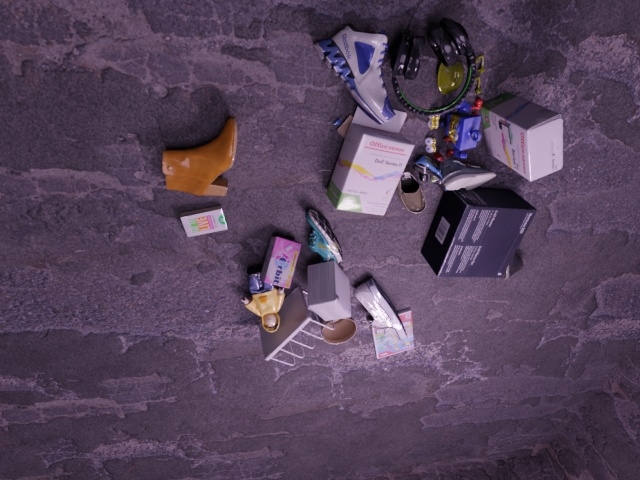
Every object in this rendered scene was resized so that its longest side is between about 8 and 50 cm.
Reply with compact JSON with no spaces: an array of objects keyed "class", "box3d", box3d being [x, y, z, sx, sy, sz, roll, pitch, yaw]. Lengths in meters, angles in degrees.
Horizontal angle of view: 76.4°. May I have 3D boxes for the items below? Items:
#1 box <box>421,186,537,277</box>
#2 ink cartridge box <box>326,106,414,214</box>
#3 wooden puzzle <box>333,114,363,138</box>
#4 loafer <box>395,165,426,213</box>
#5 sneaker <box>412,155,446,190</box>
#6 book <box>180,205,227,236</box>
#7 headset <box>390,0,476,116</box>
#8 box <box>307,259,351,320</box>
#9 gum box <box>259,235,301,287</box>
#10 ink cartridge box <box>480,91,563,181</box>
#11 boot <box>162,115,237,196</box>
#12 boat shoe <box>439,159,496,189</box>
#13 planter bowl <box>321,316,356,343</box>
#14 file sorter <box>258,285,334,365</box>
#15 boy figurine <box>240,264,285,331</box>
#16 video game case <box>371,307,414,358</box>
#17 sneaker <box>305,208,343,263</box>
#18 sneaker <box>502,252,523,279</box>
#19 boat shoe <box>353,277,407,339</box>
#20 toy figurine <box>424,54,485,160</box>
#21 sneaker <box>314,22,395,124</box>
[{"class":"box","box3d":[0.631,-0.030,1.659,0.313,0.178,0.342,3,123,-15]},{"class":"ink cartridge box","box3d":[0.178,-0.273,1.403,0.207,0.119,0.353,5,123,-24]},{"class":"wooden puzzle","box3d":[0.101,-0.381,1.381,0.078,0.014,0.116,-44,128,11]},{"class":"loafer","box3d":[0.332,-0.185,1.531,0.095,0.087,0.251,-34,125,9]},{"class":"sneaker","box3d":[0.417,-0.247,1.535,0.188,0.067,0.078,32,132,-32]},{"class":"book","box3d":[-0.416,-0.068,1.458,0.145,0.035,0.096,-12,130,-7]},{"class":"headset","box3d":[0.314,-0.563,1.185,0.244,0.185,0.393,-14,103,13]},{"class":"box","box3d":[0.036,0.204,1.629,0.119,0.181,0.181,-13,146,18]},{"class":"gum box","box3d":[-0.153,0.078,1.554,0.107,0.062,0.188,18,81,-27]},{"class":"ink cartridge box","box3d":[0.678,-0.357,1.383,0.117,0.278,0.201,-25,126,2]},{"class":"boot","box3d":[-0.384,-0.267,1.281,0.212,0.104,0.294,8,126,-20]},{"class":"boat shoe","box3d":[0.544,-0.251,1.498,0.320,0.098,0.116,-10,161,-43]},{"class":"planter bowl","box3d":[0.072,0.373,1.838,0.162,0.109,0.161,-7,125,-10]},{"class":"file sorter","box3d":[-0.104,0.377,1.748,0.173,0.192,0.277,32,111,-34]},{"class":"boy figurine","box3d":[-0.230,0.242,1.643,0.178,0.092,0.284,-10,108,-7]},{"class":"video game case","box3d":[0.362,0.469,2.031,0.204,0.025,0.284,-16,127,-3]},{"class":"sneaker","box3d":[0.000,0.000,1.570,0.110,0.107,0.275,-19,127,10]},{"class":"sneaker","box3d":[0.867,0.061,1.859,0.118,0.083,0.221,-22,122,-22]},{"class":"boat shoe","box3d":[0.257,0.340,1.845,0.157,0.135,0.367,-29,120,13]},{"class":"toy figurine","box3d":[0.490,-0.405,1.339,0.192,0.217,0.362,-8,126,-9]},{"class":"sneaker","box3d":[0.149,-0.512,1.207,0.182,0.127,0.315,-40,105,9]}]
